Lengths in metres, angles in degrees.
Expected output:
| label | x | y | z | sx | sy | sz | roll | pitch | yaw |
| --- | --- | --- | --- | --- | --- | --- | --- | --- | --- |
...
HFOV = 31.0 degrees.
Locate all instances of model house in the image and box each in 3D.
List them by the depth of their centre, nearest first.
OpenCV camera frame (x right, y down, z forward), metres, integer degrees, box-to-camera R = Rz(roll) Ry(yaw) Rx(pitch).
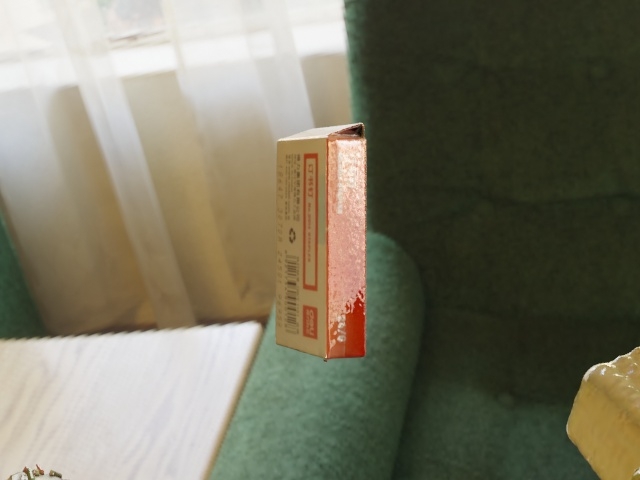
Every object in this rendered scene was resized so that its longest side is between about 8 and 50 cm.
| label | x | y | z | sx | sy | sz | roll | pitch | yaw |
| --- | --- | --- | --- | --- | --- | --- | --- | --- | --- |
| model house | 0.333 | 0.176 | 0.959 | 0.234 | 0.174 | 0.193 | 14 | 19 | -23 |

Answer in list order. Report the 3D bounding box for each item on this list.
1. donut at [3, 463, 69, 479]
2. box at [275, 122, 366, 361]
| label | x | y | z | sx | sy | sz | roll | pitch | yaw |
| --- | --- | --- | --- | --- | --- | --- | --- | --- | --- |
| donut | -0.331 | 0.405 | 1.384 | 0.103 | 0.269 | 0.269 | -4 | 27 | -11 |
| box | 0.000 | 0.000 | 1.157 | 0.050 | 0.229 | 0.123 | -1 | 2 | -27 |
